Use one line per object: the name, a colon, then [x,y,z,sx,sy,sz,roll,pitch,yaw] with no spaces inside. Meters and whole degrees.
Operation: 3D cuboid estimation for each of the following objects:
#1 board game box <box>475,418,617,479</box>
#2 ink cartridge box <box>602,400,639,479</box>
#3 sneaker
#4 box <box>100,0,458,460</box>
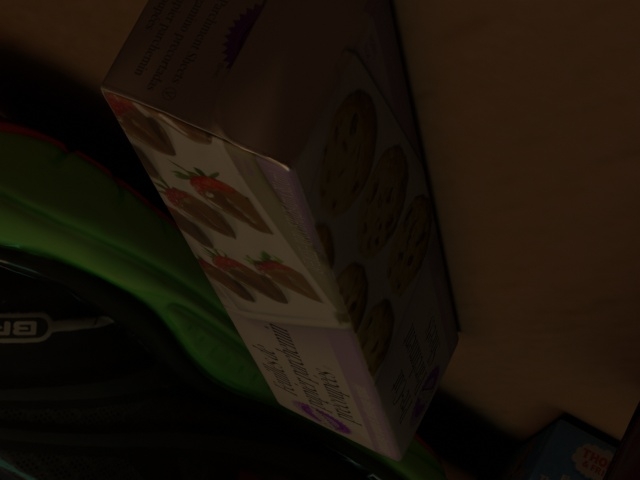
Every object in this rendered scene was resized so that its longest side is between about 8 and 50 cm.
board game box: [0.161,0.156,0.919,0.160,0.039,0.211,27,164,2]
ink cartridge box: [0.122,0.100,0.541,0.069,0.176,0.371,28,165,4]
sneaker: [-0.077,0.124,0.885,0.483,0.202,0.185,43,171,-37]
box: [0.000,0.000,0.644,0.063,0.067,0.324,24,163,16]
